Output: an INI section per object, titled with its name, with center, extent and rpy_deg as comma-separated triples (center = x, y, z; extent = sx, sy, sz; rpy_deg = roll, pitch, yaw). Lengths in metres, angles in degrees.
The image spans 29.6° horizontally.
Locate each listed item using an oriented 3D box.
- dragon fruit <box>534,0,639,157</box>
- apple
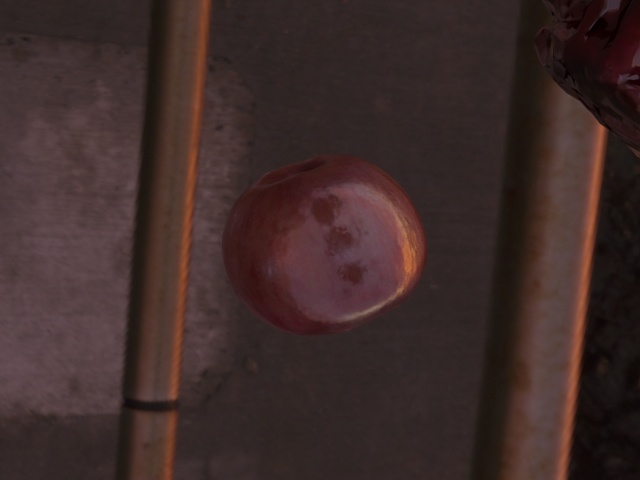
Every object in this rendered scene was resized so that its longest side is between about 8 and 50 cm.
[dragon fruit]
center = 0.204, -0.127, 0.339
extent = 0.329, 0.329, 0.329
rpy_deg = -6, 101, -31
[apple]
center = 0.000, 0.000, 0.905
extent = 0.153, 0.153, 0.120
rpy_deg = -24, 109, -26
